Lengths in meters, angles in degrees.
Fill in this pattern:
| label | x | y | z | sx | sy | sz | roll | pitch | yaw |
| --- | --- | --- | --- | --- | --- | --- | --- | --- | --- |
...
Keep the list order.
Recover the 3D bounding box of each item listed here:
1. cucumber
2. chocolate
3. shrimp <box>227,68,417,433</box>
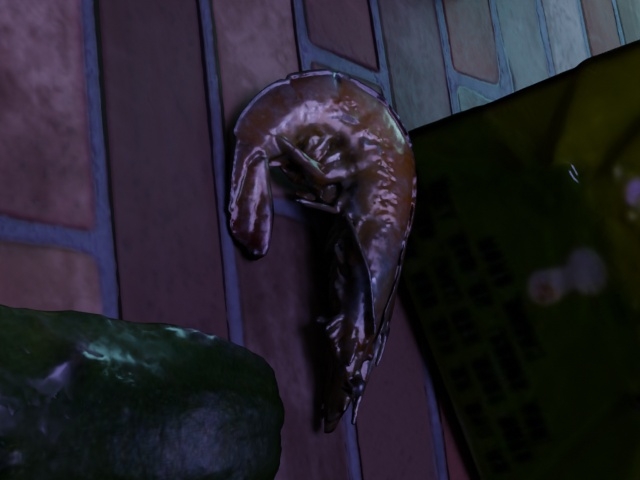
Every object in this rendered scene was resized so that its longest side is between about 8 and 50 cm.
| label | x | y | z | sx | sy | sz | roll | pitch | yaw |
| --- | --- | --- | --- | --- | --- | --- | --- | --- | --- |
| cucumber | -0.116 | 0.102 | 0.527 | 0.325 | 0.105 | 0.145 | 15 | 63 | -50 |
| chocolate | 0.221 | 0.019 | 0.830 | 0.137 | 0.289 | 0.300 | -25 | 94 | -63 |
| shrimp | -0.001 | 0.000 | 0.755 | 0.144 | 0.052 | 0.251 | 13 | 65 | -26 |
